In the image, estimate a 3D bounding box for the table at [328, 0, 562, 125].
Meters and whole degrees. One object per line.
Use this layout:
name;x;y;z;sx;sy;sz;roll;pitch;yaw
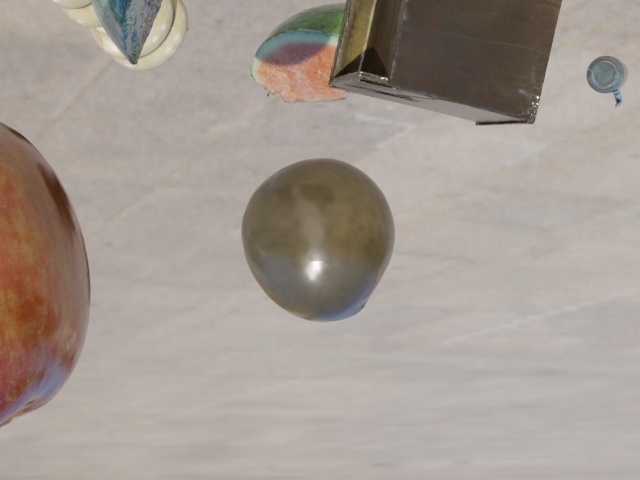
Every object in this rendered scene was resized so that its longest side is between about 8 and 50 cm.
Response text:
table;0.129;-0.226;1.216;0.193;0.169;0.172;11;-177;-13

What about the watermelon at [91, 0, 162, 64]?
watermelon;-0.182;-0.245;1.103;0.094;0.081;0.180;-26;161;-39

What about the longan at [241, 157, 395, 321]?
longan;0.000;0.000;1.766;0.258;0.258;0.258;-1;166;0

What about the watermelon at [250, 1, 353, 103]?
watermelon;0.004;-0.287;1.571;0.231;0.146;0.128;5;142;39

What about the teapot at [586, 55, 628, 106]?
teapot;0.386;-0.214;1.491;0.049;0.063;0.083;-47;168;22

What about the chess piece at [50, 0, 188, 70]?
chess piece;-0.309;-0.344;1.593;0.143;0.142;0.261;-7;167;22

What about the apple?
apple;-0.216;0.027;0.604;0.188;0.173;0.188;-23;176;-2
